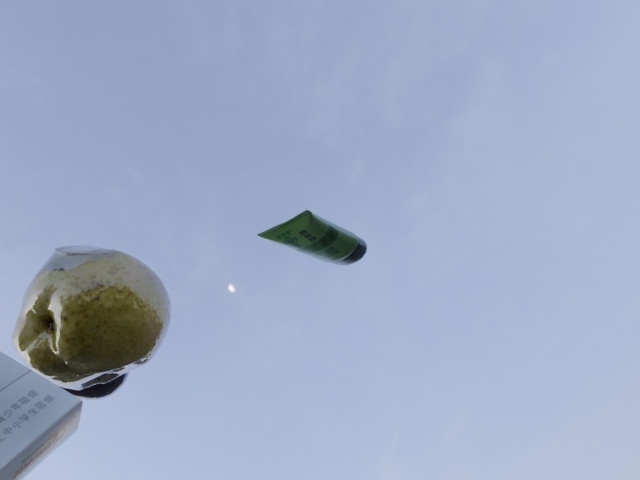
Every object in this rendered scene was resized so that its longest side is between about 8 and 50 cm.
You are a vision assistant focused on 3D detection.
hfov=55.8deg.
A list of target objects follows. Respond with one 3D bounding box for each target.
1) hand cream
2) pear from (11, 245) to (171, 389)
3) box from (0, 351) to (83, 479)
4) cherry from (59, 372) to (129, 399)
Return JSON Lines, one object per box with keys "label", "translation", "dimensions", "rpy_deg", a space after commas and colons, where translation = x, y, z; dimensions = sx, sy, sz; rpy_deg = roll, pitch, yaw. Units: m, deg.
{"label": "hand cream", "translation": [0.000, 0.000, 0.896], "dimensions": [0.095, 0.046, 0.175], "rpy_deg": [-23, -27, 32]}
{"label": "pear", "translation": [-0.399, 0.138, 1.063], "dimensions": [0.271, 0.271, 0.271], "rpy_deg": [-17, -48, -20]}
{"label": "box", "translation": [-0.289, 0.135, 0.490], "dimensions": [0.100, 0.152, 0.048], "rpy_deg": [-44, -24, -62]}
{"label": "cherry", "translation": [-0.481, 0.244, 1.249], "dimensions": [0.140, 0.176, 0.176], "rpy_deg": [-30, -43, 13]}
